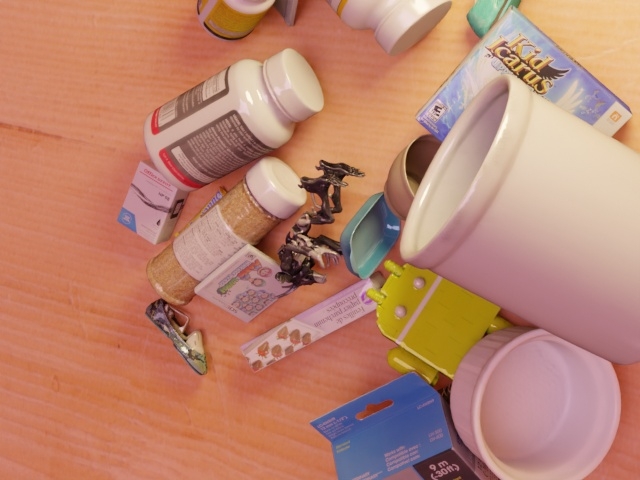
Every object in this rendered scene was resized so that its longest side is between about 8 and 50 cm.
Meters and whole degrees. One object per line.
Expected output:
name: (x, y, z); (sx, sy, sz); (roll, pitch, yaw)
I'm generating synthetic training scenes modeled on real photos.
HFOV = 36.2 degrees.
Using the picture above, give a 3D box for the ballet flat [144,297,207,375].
ballet flat: (-0.286, 0.194, 2.033); (0.188, 0.070, 0.070); (47, 113, 5)

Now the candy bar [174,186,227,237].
candy bar: (-0.237, -0.047, 1.988); (0.040, 0.018, 0.161); (49, 114, 8)

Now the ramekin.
ramekin: (0.357, 0.276, 1.671); (0.277, 0.135, 0.277); (-1, 94, -19)

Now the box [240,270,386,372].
box: (-0.010, 0.161, 1.907); (0.324, 0.067, 0.063); (-30, 88, 25)

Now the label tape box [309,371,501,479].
label tape box: (0.172, 0.425, 1.779); (0.249, 0.115, 0.347); (-31, 116, 25)

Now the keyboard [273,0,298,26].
keyboard: (-0.060, -0.466, 1.733); (0.014, 0.256, 0.072); (-31, 80, -15)

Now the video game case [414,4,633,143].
video game case: (0.340, -0.214, 1.655); (0.269, 0.061, 0.244); (39, 112, -5)

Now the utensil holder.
utensil holder: (0.366, -0.022, 1.519); (0.386, 0.327, 0.327); (29, 111, -8)

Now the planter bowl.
planter bowl: (0.181, -0.095, 1.741); (0.109, 0.162, 0.162); (-29, 88, 52)

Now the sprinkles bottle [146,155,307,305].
sprinkles bottle: (-0.188, -0.014, 1.917); (0.355, 0.121, 0.121); (-40, 84, 24)

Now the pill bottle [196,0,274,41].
pill bottle: (-0.144, -0.448, 1.763); (0.119, 0.119, 0.208); (66, 158, 0)

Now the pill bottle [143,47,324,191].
pill bottle: (-0.160, -0.230, 1.834); (0.319, 0.176, 0.176); (-25, 90, 25)

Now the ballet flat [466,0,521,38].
ballet flat: (0.324, -0.455, 1.642); (0.087, 0.083, 0.247); (41, 112, 20)

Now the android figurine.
android figurine: (0.214, 0.138, 1.769); (0.273, 0.056, 0.248); (35, 85, 9)

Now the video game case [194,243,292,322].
video game case: (-0.143, 0.087, 1.924); (0.157, 0.019, 0.143); (-39, 127, 24)

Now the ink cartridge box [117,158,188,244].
ink cartridge box: (-0.332, -0.096, 1.995); (0.104, 0.060, 0.180); (31, 110, 16)

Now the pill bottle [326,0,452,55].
pill bottle: (0.069, -0.489, 1.684); (0.188, 0.188, 0.334); (-41, 84, 24)

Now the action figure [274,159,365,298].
action figure: (0.000, 0.000, 1.811); (0.141, 0.164, 0.275); (24, 116, 14)

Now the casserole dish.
casserole dish: (0.088, -0.013, 1.775); (0.037, 0.188, 0.114); (9, 131, 33)

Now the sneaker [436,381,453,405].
sneaker: (0.248, 0.295, 1.822); (0.086, 0.064, 0.192); (20, 107, 18)
